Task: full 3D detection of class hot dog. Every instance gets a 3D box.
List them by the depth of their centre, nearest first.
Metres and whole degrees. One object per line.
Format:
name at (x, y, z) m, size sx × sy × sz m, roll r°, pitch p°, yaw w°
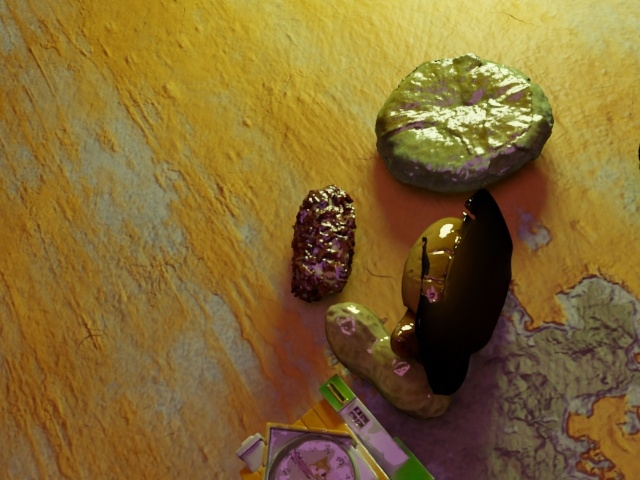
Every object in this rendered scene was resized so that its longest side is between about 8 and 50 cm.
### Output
hot dog at (0.172, 0.066, 1.089) m, size 0.107 × 0.194 × 0.326 m, roll -16°, pitch 18°, yaw 42°

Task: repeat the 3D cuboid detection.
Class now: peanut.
peanut at (0.096, 0.177, 1.103) m, size 0.229 × 0.098 × 0.103 m, roll 35°, pitch 120°, yaw 24°

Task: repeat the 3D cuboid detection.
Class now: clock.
clock at (0.024, 0.350, 0.999) m, size 0.235 × 0.166 × 0.309 m, roll -40°, pitch 59°, yaw -7°

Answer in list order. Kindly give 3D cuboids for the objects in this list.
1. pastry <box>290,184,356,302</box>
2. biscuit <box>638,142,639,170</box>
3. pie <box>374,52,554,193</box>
pastry at (0.002, 0.000, 1.227) m, size 0.115 × 0.097 × 0.209 m, roll 5°, pitch 63°, yaw 6°
biscuit at (0.632, -0.199, 1.024) m, size 0.407 × 0.091 × 0.407 m, roll -41°, pitch 21°, yaw 19°
pie at (0.237, -0.203, 1.278) m, size 0.306 × 0.071 × 0.307 m, roll -7°, pitch 59°, yaw 11°
